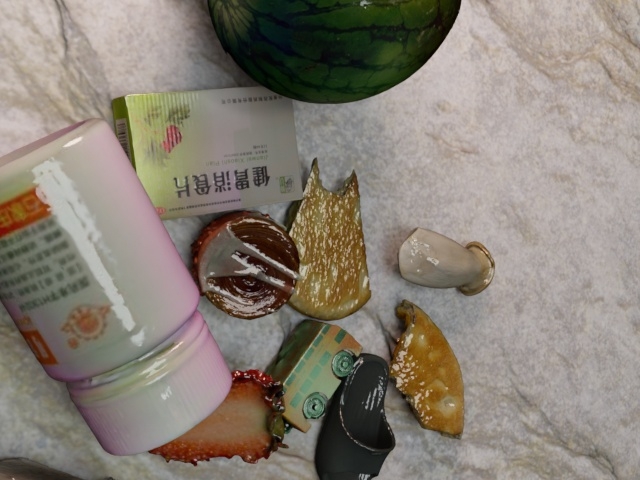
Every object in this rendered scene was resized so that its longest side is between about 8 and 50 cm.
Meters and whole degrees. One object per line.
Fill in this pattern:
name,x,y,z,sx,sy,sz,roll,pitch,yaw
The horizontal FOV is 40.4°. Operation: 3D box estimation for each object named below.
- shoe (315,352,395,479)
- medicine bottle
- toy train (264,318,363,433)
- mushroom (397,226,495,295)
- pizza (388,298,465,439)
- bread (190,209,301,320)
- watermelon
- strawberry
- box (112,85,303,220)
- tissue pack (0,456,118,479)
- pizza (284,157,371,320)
shoe,0.067,0.303,1.381,0.108,0.093,0.241,9,94,-31
medicine bottle,-0.279,0.059,1.098,0.219,0.219,0.388,-35,110,-25
toy train,-0.019,0.208,1.344,0.099,0.072,0.188,45,71,-27
mushroom,0.207,0.036,1.466,0.212,0.088,0.097,8,56,-37
pizza,0.181,0.230,1.476,0.134,0.056,0.271,-41,113,-25
bread,-0.109,0.032,1.260,0.160,0.073,0.160,-4,108,-13
watermelon,0.014,-0.353,1.188,0.363,0.363,0.363,-2,93,-31
strawberry,-0.147,0.239,1.244,0.208,0.087,0.167,2,122,-2
box,-0.157,-0.129,1.252,0.260,0.062,0.175,-11,98,-31
tissue pack,-0.353,0.453,1.101,0.239,0.238,0.305,19,82,-30
pizza,0.000,0.000,1.366,0.181,0.034,0.262,-5,98,-31
